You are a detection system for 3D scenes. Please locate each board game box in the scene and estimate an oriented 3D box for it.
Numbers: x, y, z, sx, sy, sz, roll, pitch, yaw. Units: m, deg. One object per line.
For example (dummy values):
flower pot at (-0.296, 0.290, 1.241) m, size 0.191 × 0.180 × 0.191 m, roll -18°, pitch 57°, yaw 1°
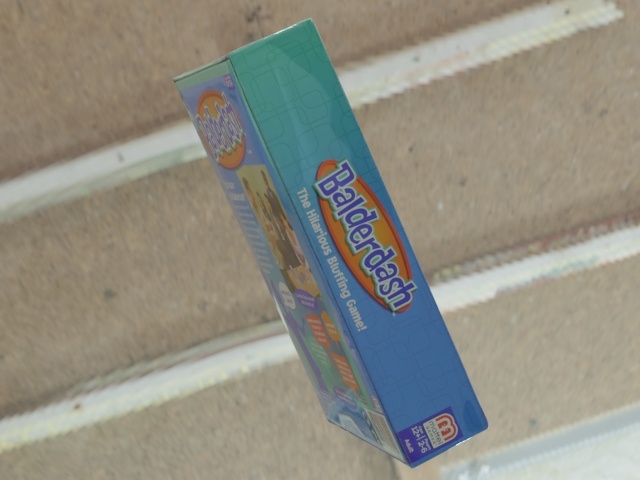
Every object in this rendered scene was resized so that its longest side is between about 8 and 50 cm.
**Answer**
board game box at (0.000, 0.000, 0.811) m, size 0.047 × 0.160 × 0.210 m, roll -26°, pitch -82°, yaw -12°
